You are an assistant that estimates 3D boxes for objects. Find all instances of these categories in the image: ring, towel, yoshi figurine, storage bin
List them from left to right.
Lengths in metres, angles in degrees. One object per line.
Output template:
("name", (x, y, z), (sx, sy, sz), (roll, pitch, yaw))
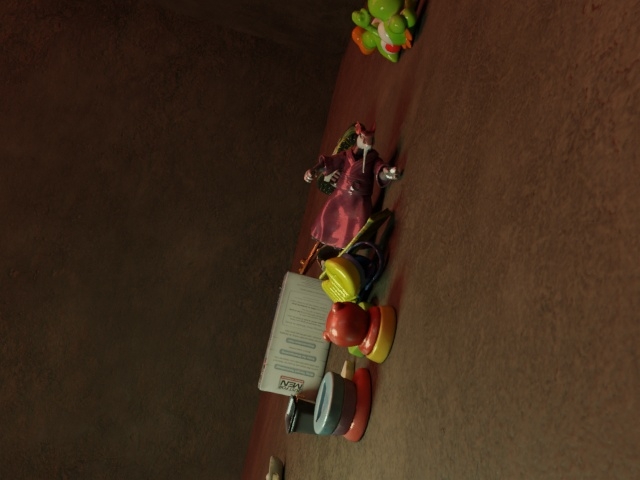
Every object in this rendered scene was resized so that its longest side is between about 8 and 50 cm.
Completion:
("storage bin", (-0.046, 0.501, 1.506), (0.135, 0.091, 0.098), (-174, 98, -82))
("ring", (0.000, 0.000, 1.954), (0.336, 0.032, 0.336), (-57, -5, -8))
("towel", (0.084, 0.009, 1.321), (0.102, 0.021, 0.237), (-20, -24, -52))
("yoshi figurine", (0.204, -0.705, 1.643), (0.362, 0.203, 0.203), (-124, 56, -77))

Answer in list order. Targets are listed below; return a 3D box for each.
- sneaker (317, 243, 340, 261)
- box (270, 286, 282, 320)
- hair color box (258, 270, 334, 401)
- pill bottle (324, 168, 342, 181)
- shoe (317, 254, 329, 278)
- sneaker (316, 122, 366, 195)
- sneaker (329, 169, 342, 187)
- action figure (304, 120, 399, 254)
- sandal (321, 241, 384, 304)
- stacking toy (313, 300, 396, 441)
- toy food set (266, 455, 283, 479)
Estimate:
("sneaker", (0.064, -0.018, 1.807), (0.222, 0.083, 0.118), (-52, 17, 47))
("box", (-0.121, 0.275, 2.271), (0.156, 0.093, 0.158), (-15, -53, -59))
("hair color box", (-0.064, 0.304, 1.665), (0.113, 0.186, 0.374), (133, 151, -74))
("pill bottle", (0.077, -0.225, 1.897), (0.067, 0.120, 0.067), (-166, 90, -83))
("shoe", (0.022, 0.092, 1.931), (0.219, 0.058, 0.076), (-112, 37, -78))
("sneaker", (0.095, -0.295, 1.981), (0.343, 0.134, 0.146), (-55, 13, 45))
("sneaker", (0.116, -0.168, 1.768), (0.083, 0.098, 0.223), (-46, 34, 7))
("action figure", (0.109, -0.144, 1.456), (0.276, 0.248, 0.369), (-13, -60, -68))
("sandal", (0.088, 0.096, 1.312), (0.138, 0.126, 0.317), (-39, -12, -17))
("stacking toy", (0.042, 0.262, 1.164), (0.279, 0.131, 0.308), (-137, 62, -81))
("toy food set", (-0.207, 0.951, 1.834), (0.219, 0.093, 0.305), (-92, 18, -67))
